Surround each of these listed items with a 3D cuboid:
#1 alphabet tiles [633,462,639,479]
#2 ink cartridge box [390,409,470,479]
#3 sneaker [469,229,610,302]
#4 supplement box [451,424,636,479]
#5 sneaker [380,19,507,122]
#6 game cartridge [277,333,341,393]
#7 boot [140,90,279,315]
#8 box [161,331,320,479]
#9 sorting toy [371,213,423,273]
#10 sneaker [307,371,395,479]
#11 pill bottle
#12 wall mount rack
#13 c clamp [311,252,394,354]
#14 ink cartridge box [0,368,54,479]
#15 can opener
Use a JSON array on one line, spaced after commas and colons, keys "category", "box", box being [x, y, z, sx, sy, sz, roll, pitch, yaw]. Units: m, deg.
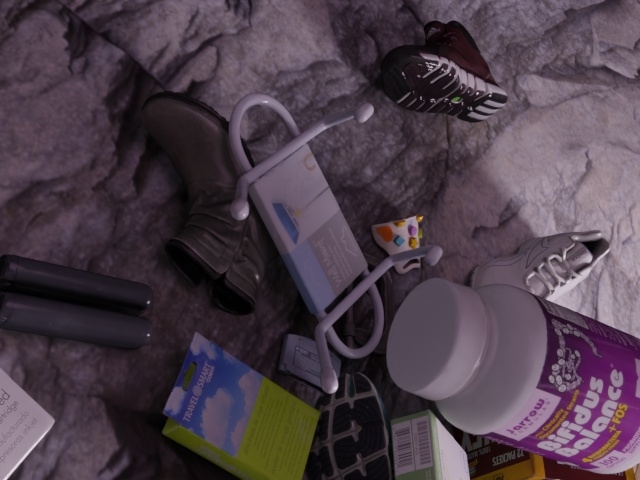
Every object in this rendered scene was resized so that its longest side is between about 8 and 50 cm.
[{"category": "alphabet tiles", "box": [0.423, 0.390, 1.385, 0.285, 0.011, 0.342, 48, 44, -11]}, {"category": "ink cartridge box", "box": [0.150, 0.319, 1.063, 0.235, 0.056, 0.171, 50, 28, -43]}, {"category": "sneaker", "box": [0.325, 0.047, 1.407, 0.297, 0.129, 0.111, -33, 93, -46]}, {"category": "supplement box", "box": [0.287, 0.243, 1.251, 0.194, 0.129, 0.191, 15, 56, -32]}, {"category": "sneaker", "box": [0.173, -0.288, 1.493, 0.281, 0.106, 0.162, 12, 53, -49]}, {"category": "game cartridge", "box": [-0.013, 0.146, 1.128, 0.083, 0.017, 0.056, 30, 53, -26]}, {"category": "boot", "box": [-0.132, -0.042, 1.076, 0.246, 0.083, 0.161, 47, 45, -19]}, {"category": "box", "box": [-0.088, 0.189, 1.014, 0.178, 0.042, 0.109, 36, 47, -21]}, {"category": "sorting toy", "box": [0.118, 0.006, 1.314, 0.083, 0.045, 0.075, -18, 99, -46]}, {"category": "sneaker", "box": [0.063, 0.286, 1.076, 0.110, 0.107, 0.275, 4, 69, -60]}, {"category": "pill bottle", "box": [0.229, 0.146, 1.054, 0.301, 0.169, 0.169, 21, 54, -26]}, {"category": "wall mount rack", "box": [0.000, 0.000, 1.063, 0.304, 0.130, 0.350, -43, 111, -45]}, {"category": "c clamp", "box": [0.051, 0.078, 1.214, 0.137, 0.022, 0.160, 30, 49, -31]}, {"category": "ink cartridge box", "box": [-0.410, 0.102, 0.718, 0.353, 0.119, 0.207, 47, 45, -12]}, {"category": "can opener", "box": [-0.276, 0.042, 0.891, 0.283, 0.095, 0.076, 15, 58, -35]}]
